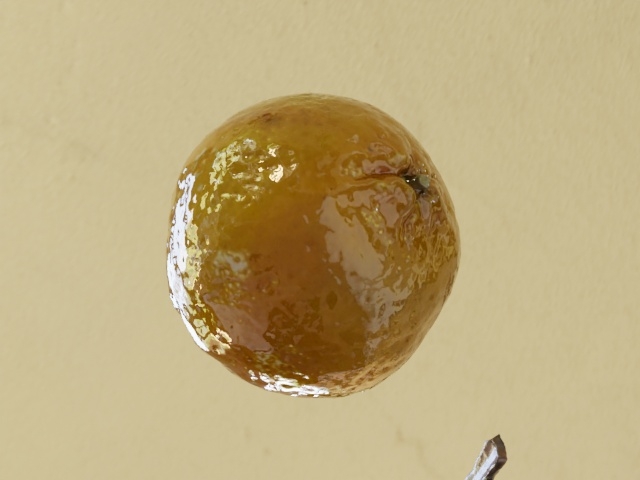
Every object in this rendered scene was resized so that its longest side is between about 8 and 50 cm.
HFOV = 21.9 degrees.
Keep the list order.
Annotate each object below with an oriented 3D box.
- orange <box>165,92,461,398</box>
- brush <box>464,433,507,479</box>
[{"bbox_3d":[-0.002,0.002,0.939,0.155,0.177,0.178,2,-55,47],"label":"orange"},{"bbox_3d":[0.071,0.265,1.372,0.071,0.084,0.301,14,-53,-31],"label":"brush"}]
